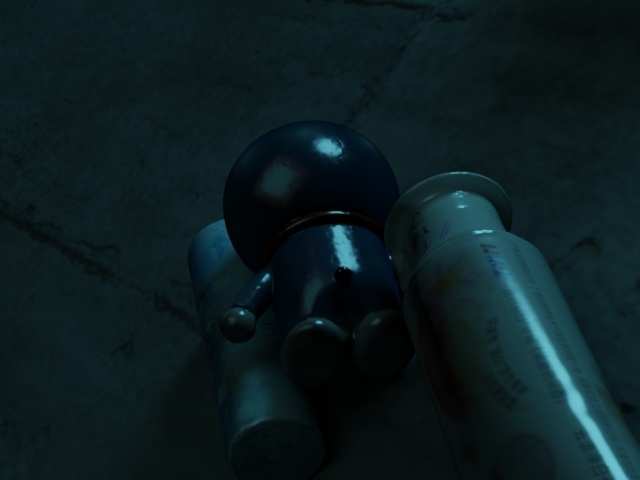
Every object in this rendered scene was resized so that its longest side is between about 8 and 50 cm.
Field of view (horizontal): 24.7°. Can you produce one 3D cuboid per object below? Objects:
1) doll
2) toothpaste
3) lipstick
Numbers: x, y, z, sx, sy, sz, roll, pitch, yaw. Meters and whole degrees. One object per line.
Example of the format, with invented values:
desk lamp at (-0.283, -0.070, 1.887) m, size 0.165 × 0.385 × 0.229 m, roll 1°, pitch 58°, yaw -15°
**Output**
doll at (0.000, 0.000, 0.705) m, size 0.114 × 0.085 × 0.152 m, roll -6°, pitch 48°, yaw -11°
toothpaste at (0.086, 0.090, 0.529) m, size 0.100 × 0.066 × 0.323 m, roll -59°, pitch 28°, yaw 29°
lipstick at (-0.034, 0.052, 0.724) m, size 0.048 × 0.048 × 0.158 m, roll -39°, pitch 35°, yaw 16°
